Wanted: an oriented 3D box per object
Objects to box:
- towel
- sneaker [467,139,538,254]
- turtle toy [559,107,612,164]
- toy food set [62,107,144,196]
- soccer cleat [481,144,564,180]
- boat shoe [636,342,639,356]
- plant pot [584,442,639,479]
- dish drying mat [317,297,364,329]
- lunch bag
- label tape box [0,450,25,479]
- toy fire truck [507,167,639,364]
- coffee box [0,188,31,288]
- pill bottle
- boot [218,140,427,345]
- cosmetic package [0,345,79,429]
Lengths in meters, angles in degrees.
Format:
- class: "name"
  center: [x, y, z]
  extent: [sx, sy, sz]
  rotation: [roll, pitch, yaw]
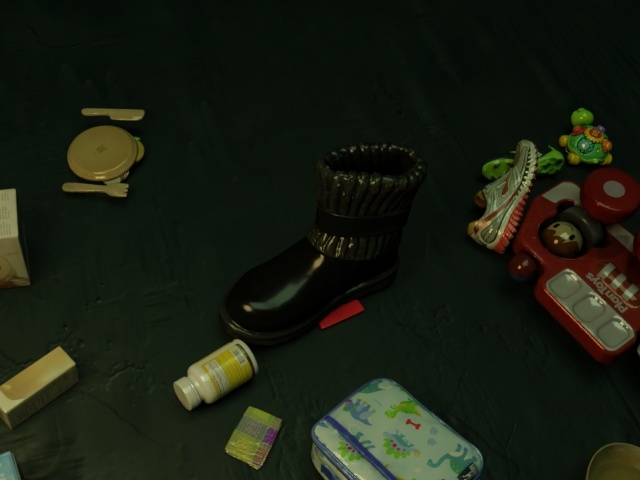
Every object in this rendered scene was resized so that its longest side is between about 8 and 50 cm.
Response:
- class: "towel"
  center: [-0.097, 0.286, 1.165]
  extent: [0.060, 0.009, 0.083]
  rotation: [22, 52, 7]
- class: "sneaker"
  center: [0.333, -0.090, 1.453]
  extent: [0.093, 0.088, 0.225]
  rotation: [21, 70, 13]
- class: "turtle toy"
  center: [0.537, -0.207, 1.615]
  extent: [0.095, 0.066, 0.130]
  rotation: [-2, 54, -12]
- class: "toy food set"
  center: [-0.382, -0.151, 1.426]
  extent: [0.133, 0.038, 0.192]
  rotation: [4, 58, 1]
- class: "soccer cleat"
  center: [0.386, -0.152, 1.558]
  extent: [0.179, 0.060, 0.072]
  rotation: [-7, 39, -17]
- class: "boat shoe"
  center: [0.635, 0.158, 1.346]
  extent: [0.301, 0.108, 0.102]
  rotation: [-32, 97, -42]
- class: "plant pot"
  center: [0.463, 0.402, 1.132]
  extent: [0.236, 0.032, 0.236]
  rotation: [20, 44, -20]
- class: "dish drying mat"
  center: [0.030, 0.119, 1.314]
  extent: [0.083, 0.008, 0.032]
  rotation: [-22, 58, -23]
- class: "lunch bag"
  center: [0.102, 0.308, 1.114]
  extent: [0.176, 0.090, 0.219]
  rotation: [-28, 51, -29]
- class: "label tape box"
  center: [-0.429, 0.448, 0.921]
  extent: [0.241, 0.105, 0.333]
  rotation: [-16, 59, -22]
- class: "toy fire truck"
  center: [0.460, 0.036, 1.360]
  extent: [0.254, 0.169, 0.302]
  rotation: [-30, 63, -22]
- class: "coffee box"
  center: [-0.573, 0.011, 1.198]
  extent: [0.247, 0.141, 0.098]
  rotation: [-7, 56, -16]
- class: "pill bottle"
  center: [-0.155, 0.200, 1.183]
  extent: [0.116, 0.065, 0.065]
  rotation: [-29, 63, -28]
- class: "boot"
  center: [-0.002, -0.003, 1.236]
  extent: [0.348, 0.260, 0.131]
  rotation: [-26, 57, -27]
- class: "cosmetic package"
  center: [-0.403, 0.208, 1.135]
  extent: [0.041, 0.060, 0.115]
  rotation: [41, 56, 19]
